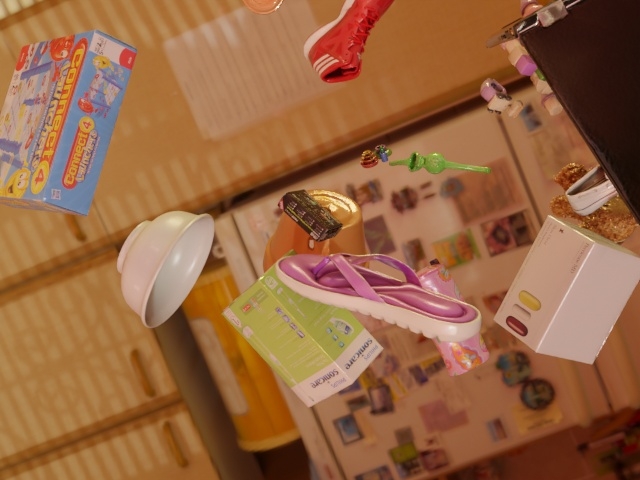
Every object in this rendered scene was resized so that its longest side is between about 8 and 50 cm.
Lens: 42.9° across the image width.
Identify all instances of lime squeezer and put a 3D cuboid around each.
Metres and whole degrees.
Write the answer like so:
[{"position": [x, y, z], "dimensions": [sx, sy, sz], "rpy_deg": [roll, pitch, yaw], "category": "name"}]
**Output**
[{"position": [0.285, -0.208, 2.155], "dimensions": [0.110, 0.310, 0.059], "rpy_deg": [-17, -71, -49], "category": "lime squeezer"}]

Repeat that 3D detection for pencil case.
[{"position": [0.314, 0.195, 2.044], "dimensions": [0.284, 0.124, 0.124], "rpy_deg": [62, -173, -1], "category": "pencil case"}]

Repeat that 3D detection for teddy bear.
[{"position": [0.693, -0.092, 2.018], "dimensions": [0.338, 0.245, 0.113], "rpy_deg": [-118, 23, -55], "category": "teddy bear"}]

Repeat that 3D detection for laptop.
[{"position": [0.430, -0.227, 0.914], "dimensions": [0.236, 0.382, 0.408], "rpy_deg": [62, -172, -7], "category": "laptop"}]

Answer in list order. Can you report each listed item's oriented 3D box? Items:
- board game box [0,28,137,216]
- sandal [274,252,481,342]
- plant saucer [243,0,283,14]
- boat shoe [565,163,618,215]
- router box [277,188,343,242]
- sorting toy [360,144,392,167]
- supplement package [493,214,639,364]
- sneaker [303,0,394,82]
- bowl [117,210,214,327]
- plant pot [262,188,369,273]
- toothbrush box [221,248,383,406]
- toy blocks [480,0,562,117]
[{"position": [-0.481, -0.208, 1.467], "dimensions": [0.086, 0.302, 0.308], "rpy_deg": [21, -100, -42], "category": "board game box"}, {"position": [0.111, 0.073, 1.534], "dimensions": [0.169, 0.416, 0.102], "rpy_deg": [-28, -49, -59], "category": "sandal"}, {"position": [-0.107, -0.464, 1.517], "dimensions": [0.013, 0.083, 0.083], "rpy_deg": [-69, -44, -77], "category": "plant saucer"}, {"position": [0.661, -0.148, 1.851], "dimensions": [0.076, 0.226, 0.083], "rpy_deg": [41, -168, -33], "category": "boat shoe"}, {"position": [-0.021, -0.053, 1.707], "dimensions": [0.122, 0.038, 0.092], "rpy_deg": [43, -158, 12], "category": "router box"}, {"position": [0.142, -0.222, 2.067], "dimensions": [0.102, 0.061, 0.042], "rpy_deg": [-40, -55, -36], "category": "sorting toy"}, {"position": [0.539, 0.110, 1.759], "dimensions": [0.204, 0.262, 0.145], "rpy_deg": [15, -165, -36], "category": "supplement package"}, {"position": [0.075, -0.366, 1.459], "dimensions": [0.087, 0.221, 0.128], "rpy_deg": [20, -144, -44], "category": "sneaker"}, {"position": [-0.381, 0.045, 1.914], "dimensions": [0.134, 0.298, 0.298], "rpy_deg": [27, 179, 10], "category": "bowl"}, {"position": [0.000, 0.000, 2.171], "dimensions": [0.291, 0.291, 0.203], "rpy_deg": [-103, 18, -52], "category": "plant pot"}, {"position": [-0.042, 0.189, 1.716], "dimensions": [0.283, 0.122, 0.206], "rpy_deg": [48, 143, 1], "category": "toothbrush box"}, {"position": [0.633, -0.560, 2.435], "dimensions": [0.288, 0.309, 0.260], "rpy_deg": [6, -133, -31], "category": "toy blocks"}]
